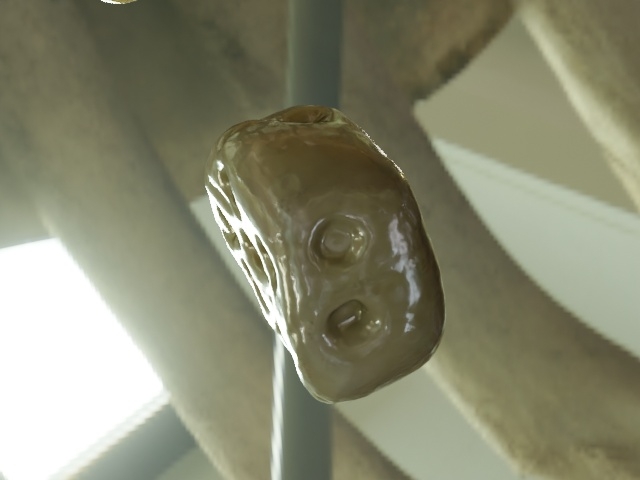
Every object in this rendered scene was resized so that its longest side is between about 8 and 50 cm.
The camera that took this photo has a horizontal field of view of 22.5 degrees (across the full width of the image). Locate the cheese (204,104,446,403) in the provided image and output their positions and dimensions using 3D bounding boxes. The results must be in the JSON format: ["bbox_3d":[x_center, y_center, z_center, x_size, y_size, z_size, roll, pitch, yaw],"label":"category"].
[{"bbox_3d":[0.000,0.000,1.133,0.117,0.235,0.218,-24,-128,-11],"label":"cheese"}]

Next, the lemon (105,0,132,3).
[{"bbox_3d":[-0.233,-0.328,1.822,0.155,0.114,0.114,24,-135,31],"label":"lemon"}]
